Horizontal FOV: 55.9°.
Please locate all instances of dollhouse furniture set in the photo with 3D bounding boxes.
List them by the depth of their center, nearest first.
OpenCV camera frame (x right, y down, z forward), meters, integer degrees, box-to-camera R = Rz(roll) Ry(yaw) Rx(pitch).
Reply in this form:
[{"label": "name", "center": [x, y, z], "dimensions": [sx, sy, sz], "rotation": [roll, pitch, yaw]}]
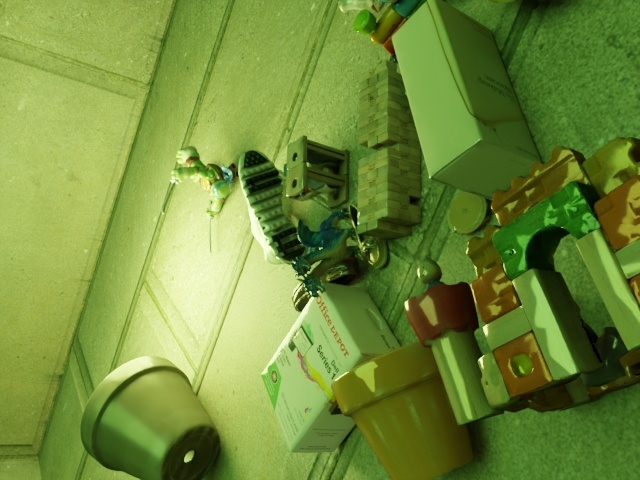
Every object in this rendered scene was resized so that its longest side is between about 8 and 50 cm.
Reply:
[{"label": "dollhouse furniture set", "center": [-0.041, -0.136, 1.392], "dimensions": [0.183, 0.129, 0.129], "rotation": [-20, 64, 50]}]

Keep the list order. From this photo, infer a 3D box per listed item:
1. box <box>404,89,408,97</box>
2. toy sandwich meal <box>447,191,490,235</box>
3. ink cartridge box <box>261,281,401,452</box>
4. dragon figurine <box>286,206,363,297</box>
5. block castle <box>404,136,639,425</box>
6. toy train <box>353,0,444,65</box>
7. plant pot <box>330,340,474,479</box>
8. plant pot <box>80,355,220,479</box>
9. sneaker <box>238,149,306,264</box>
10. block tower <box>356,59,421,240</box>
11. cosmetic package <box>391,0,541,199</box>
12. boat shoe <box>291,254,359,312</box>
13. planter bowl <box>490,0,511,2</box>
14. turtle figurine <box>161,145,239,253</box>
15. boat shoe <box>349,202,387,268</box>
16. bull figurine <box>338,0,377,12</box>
[{"label": "box", "center": [0.189, -0.327, 1.158], "dimensions": [0.027, 0.094, 0.137], "rotation": [-1, 77, 24]}, {"label": "toy sandwich meal", "center": [0.254, -0.045, 1.033], "dimensions": [0.085, 0.029, 0.086], "rotation": [-24, 58, 45]}, {"label": "ink cartridge box", "center": [0.016, 0.251, 1.198], "dimensions": [0.278, 0.117, 0.201], "rotation": [-58, 39, 25]}, {"label": "dragon figurine", "center": [0.000, 0.000, 1.223], "dimensions": [0.289, 0.144, 0.085], "rotation": [-103, -4, -58]}, {"label": "block castle", "center": [0.334, 0.028, 0.659], "dimensions": [0.453, 0.303, 0.213], "rotation": [-41, 55, 41]}, {"label": "toy train", "center": [0.125, -0.419, 1.234], "dimensions": [0.248, 0.143, 0.105], "rotation": [-46, 45, 37]}, {"label": "plant pot", "center": [0.145, 0.278, 0.958], "dimensions": [0.205, 0.205, 0.188], "rotation": [-41, 65, 41]}, {"label": "plant pot", "center": [-0.426, 0.514, 1.624], "dimensions": [0.280, 0.323, 0.323], "rotation": [21, 97, 38]}, {"label": "sneaker", "center": [-0.139, -0.074, 1.469], "dimensions": [0.118, 0.110, 0.292], "rotation": [-24, 84, 59]}, {"label": "block tower", "center": [0.135, -0.176, 1.189], "dimensions": [0.091, 0.097, 0.336], "rotation": [-17, 68, 52]}, {"label": "cosmetic package", "center": [0.236, -0.237, 1.005], "dimensions": [0.113, 0.160, 0.309], "rotation": [-39, 50, 41]}, {"label": "boat shoe", "center": [0.008, 0.102, 1.296], "dimensions": [0.207, 0.073, 0.073], "rotation": [-48, 42, 36]}, {"label": "planter bowl", "center": [0.356, -0.471, 0.967], "dimensions": [0.217, 0.090, 0.217], "rotation": [-24, 60, 50]}, {"label": "turtle figurine", "center": [-0.388, -0.158, 1.839], "dimensions": [0.275, 0.197, 0.266], "rotation": [-61, 34, 17]}, {"label": "boat shoe", "center": [0.094, -0.011, 1.230], "dimensions": [0.056, 0.048, 0.153], "rotation": [-42, 48, 40]}, {"label": "bull figurine", "center": [0.098, -0.668, 1.377], "dimensions": [0.188, 0.101, 0.310], "rotation": [30, 101, 37]}]
